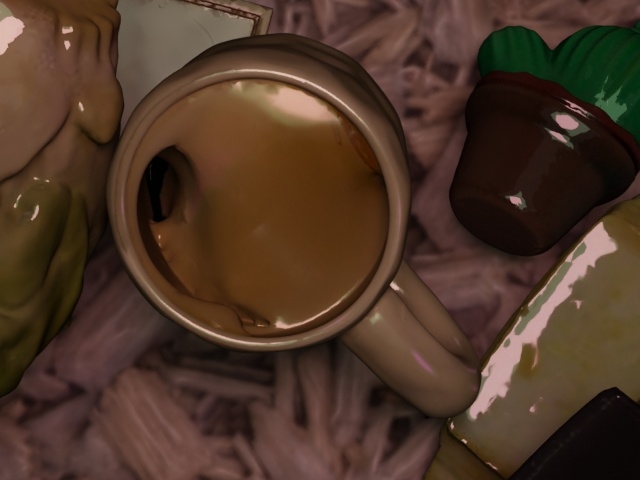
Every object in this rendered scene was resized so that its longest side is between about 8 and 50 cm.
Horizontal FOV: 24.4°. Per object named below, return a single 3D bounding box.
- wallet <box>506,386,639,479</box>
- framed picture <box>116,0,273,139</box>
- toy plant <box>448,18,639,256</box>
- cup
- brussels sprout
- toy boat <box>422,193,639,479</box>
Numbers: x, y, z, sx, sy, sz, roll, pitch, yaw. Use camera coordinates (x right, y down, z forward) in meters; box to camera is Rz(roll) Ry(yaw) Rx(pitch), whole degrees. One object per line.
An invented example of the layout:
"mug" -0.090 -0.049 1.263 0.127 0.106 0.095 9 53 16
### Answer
"wallet" 0.124 0.196 0.901 0.244 0.025 0.124 -44 128 13
"framed picture" -0.146 -0.120 1.011 0.201 0.010 0.136 15 83 0
"toy plant" 0.159 -0.085 0.976 0.143 0.105 0.200 26 63 19
"cup" 0.006 -0.019 0.894 0.255 0.202 0.173 23 101 -3
"brussels sprout" -0.261 -0.049 0.874 0.273 0.242 0.317 22 102 21
"toy boat" 0.176 0.072 0.954 0.111 0.084 0.276 39 84 19
